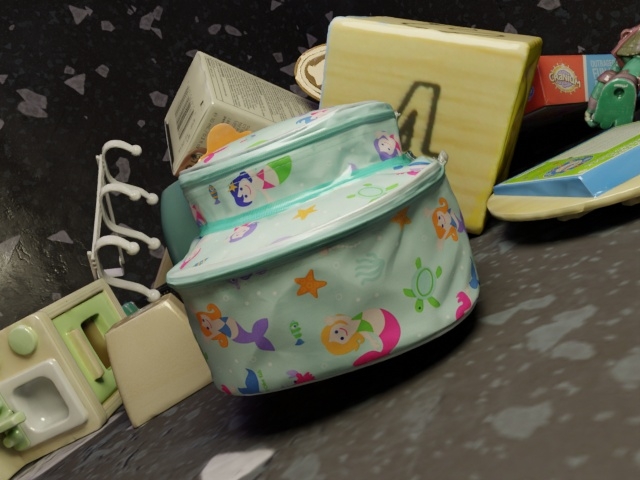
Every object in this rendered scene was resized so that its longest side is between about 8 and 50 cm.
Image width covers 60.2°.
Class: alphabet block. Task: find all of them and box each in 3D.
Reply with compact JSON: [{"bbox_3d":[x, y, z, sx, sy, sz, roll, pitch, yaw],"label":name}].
[{"bbox_3d":[0.122,-0.142,0.629,0.197,0.193,0.192,16,28,19],"label":"alphabet block"}]

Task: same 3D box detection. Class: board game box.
[{"bbox_3d":[0.296,-0.191,0.853,0.242,0.064,0.316,-11,-2,-29],"label":"board game box"}]

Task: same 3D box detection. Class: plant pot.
[{"bbox_3d":[-0.145,-0.027,0.991,0.293,0.235,0.293,-28,6,3],"label":"plant pot"},{"bbox_3d":[-0.173,0.118,0.600,0.109,0.096,0.109,-31,7,-11],"label":"plant pot"}]

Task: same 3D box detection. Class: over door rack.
[{"bbox_3d":[-0.325,0.034,0.914,0.108,0.239,0.324,4,-46,-21],"label":"over door rack"}]

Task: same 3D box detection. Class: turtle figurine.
[{"bbox_3d":[0.383,-0.194,0.633,0.175,0.118,0.234,-23,14,37],"label":"turtle figurine"}]

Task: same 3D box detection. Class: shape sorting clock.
[{"bbox_3d":[0.245,-0.061,0.470,0.206,0.040,0.206,-24,6,3],"label":"shape sorting clock"}]

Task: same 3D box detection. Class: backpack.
[{"bbox_3d":[0.000,0.000,0.430,0.225,0.191,0.253,-19,16,9],"label":"backpack"}]

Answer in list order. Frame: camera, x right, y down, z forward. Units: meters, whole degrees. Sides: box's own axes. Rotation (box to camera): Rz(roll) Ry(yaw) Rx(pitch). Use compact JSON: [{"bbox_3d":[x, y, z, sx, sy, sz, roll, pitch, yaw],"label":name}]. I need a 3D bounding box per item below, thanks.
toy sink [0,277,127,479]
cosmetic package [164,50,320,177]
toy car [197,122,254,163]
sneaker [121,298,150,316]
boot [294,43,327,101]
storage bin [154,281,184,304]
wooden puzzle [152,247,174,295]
[{"bbox_3d":[-0.325,0.161,0.669,0.131,0.152,0.234,-27,6,12],"label":"toy sink"},{"bbox_3d":[-0.068,-0.144,0.837,0.129,0.296,0.153,-53,38,29],"label":"cosmetic package"},{"bbox_3d":[-0.085,-0.030,0.699,0.210,0.238,0.219,-40,12,-33],"label":"toy car"},{"bbox_3d":[-0.436,0.199,1.154,0.098,0.083,0.224,-30,5,33],"label":"sneaker"},{"bbox_3d":[0.085,-0.245,0.918,0.284,0.109,0.220,-4,3,-11],"label":"boot"},{"bbox_3d":[-0.248,0.094,1.145,0.122,0.084,0.180,-22,10,41],"label":"storage bin"},{"bbox_3d":[-0.265,-0.004,1.348,0.348,0.081,0.322,-27,-42,-81],"label":"wooden puzzle"}]
